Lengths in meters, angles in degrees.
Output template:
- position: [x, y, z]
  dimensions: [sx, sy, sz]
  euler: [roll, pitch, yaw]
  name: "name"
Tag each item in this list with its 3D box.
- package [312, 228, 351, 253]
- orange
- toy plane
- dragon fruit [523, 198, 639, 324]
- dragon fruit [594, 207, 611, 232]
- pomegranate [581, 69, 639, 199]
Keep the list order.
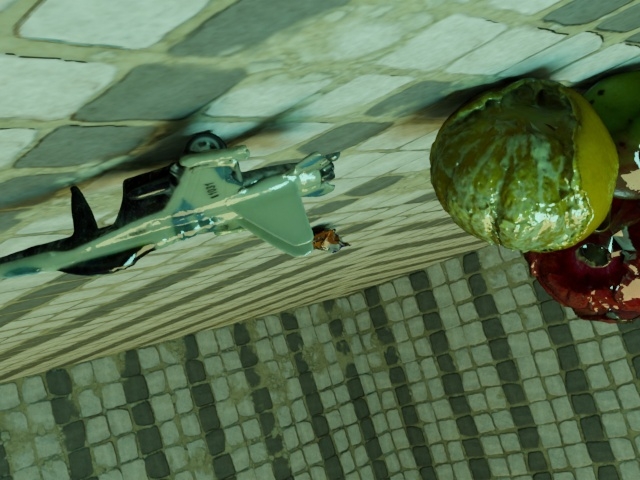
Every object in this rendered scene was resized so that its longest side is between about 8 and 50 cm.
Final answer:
- position: [0.000, -0.001, 1.243]
  dimensions: [0.077, 0.033, 0.111]
  euler: [6, 172, 32]
  name: "package"
- position: [0.167, -0.064, 0.699]
  dimensions: [0.156, 0.134, 0.156]
  euler: [0, -146, 0]
  name: "orange"
- position: [-0.115, -0.023, 0.600]
  dimensions: [0.262, 0.088, 0.192]
  euler: [-7, 167, -3]
  name: "toy plane"
- position: [0.484, -0.002, 1.407]
  dimensions: [0.295, 0.295, 0.302]
  euler: [-22, -176, 35]
  name: "dragon fruit"
- position: [0.250, -0.064, 0.911]
  dimensions: [0.133, 0.136, 0.166]
  euler: [-45, -150, -3]
  name: "dragon fruit"
- position: [0.296, -0.100, 0.804]
  dimensions: [0.130, 0.130, 0.130]
  euler: [-17, 173, -2]
  name: "pomegranate"
